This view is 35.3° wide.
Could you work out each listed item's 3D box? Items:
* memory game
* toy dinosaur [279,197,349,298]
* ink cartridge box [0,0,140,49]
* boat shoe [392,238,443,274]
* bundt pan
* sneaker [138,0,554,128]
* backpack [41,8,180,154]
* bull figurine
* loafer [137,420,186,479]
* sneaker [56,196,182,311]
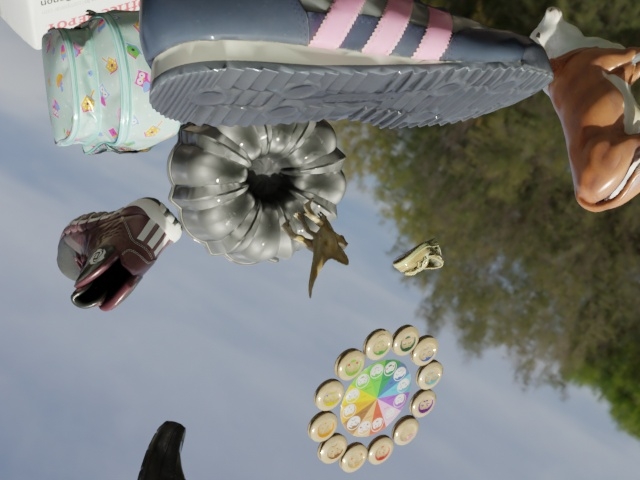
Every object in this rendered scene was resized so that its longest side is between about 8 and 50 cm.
[{"bbox_3d":[0.064,0.177,1.118,0.186,0.186,0.012,18,-169,-42],"label":"memory game"},{"bbox_3d":[0.000,0.000,1.229,0.092,0.053,0.183,47,-160,-3],"label":"toy dinosaur"},{"bbox_3d":[-0.360,-0.463,1.464,0.226,0.306,0.131,-24,-132,-28],"label":"ink cartridge box"},{"bbox_3d":[0.163,0.033,1.636,0.048,0.056,0.153,61,-158,5],"label":"boat shoe"},{"bbox_3d":[-0.094,-0.111,1.757,0.330,0.331,0.124,24,176,-24],"label":"bundt pan"},{"bbox_3d":[0.028,-0.152,0.686,0.319,0.112,0.131,-2,-106,-35],"label":"sneaker"},{"bbox_3d":[-0.235,-0.181,1.149,0.144,0.166,0.188,-7,-176,-36],"label":"backpack"},{"bbox_3d":[0.379,-0.186,1.321,0.101,0.188,0.310,27,-131,-50],"label":"bull figurine"},{"bbox_3d":[-0.172,0.305,1.135,0.078,0.076,0.223,7,-136,-1],"label":"loafer"},{"bbox_3d":[-0.329,0.040,1.443,0.106,0.281,0.162,45,-131,-20],"label":"sneaker"}]
